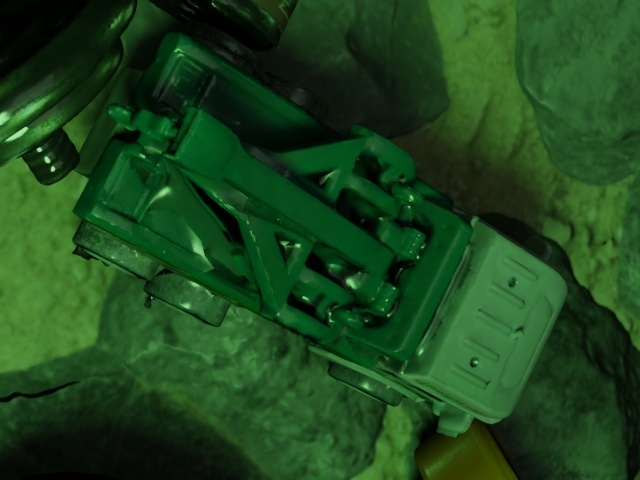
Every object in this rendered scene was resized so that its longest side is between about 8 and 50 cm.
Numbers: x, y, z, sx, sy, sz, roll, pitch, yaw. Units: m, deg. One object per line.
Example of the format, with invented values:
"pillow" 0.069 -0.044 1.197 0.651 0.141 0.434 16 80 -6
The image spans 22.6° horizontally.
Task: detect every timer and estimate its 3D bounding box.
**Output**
"timer" 0.080 0.213 1.165 0.152 0.132 0.132 -31 114 3

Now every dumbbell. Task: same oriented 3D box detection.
"dumbbell" -0.220 -0.150 0.877 0.192 0.192 0.290 -41 116 -19

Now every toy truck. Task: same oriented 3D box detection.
"toy truck" -0.003 -0.001 1.032 0.363 0.178 0.176 31 83 -36

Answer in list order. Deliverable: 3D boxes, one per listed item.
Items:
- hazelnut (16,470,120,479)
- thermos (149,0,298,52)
"hazelnut" -0.142 0.253 0.970 0.229 0.229 0.229 -5 100 -29
"thermos" -0.018 -0.296 1.032 0.109 0.136 0.330 36 78 -57
